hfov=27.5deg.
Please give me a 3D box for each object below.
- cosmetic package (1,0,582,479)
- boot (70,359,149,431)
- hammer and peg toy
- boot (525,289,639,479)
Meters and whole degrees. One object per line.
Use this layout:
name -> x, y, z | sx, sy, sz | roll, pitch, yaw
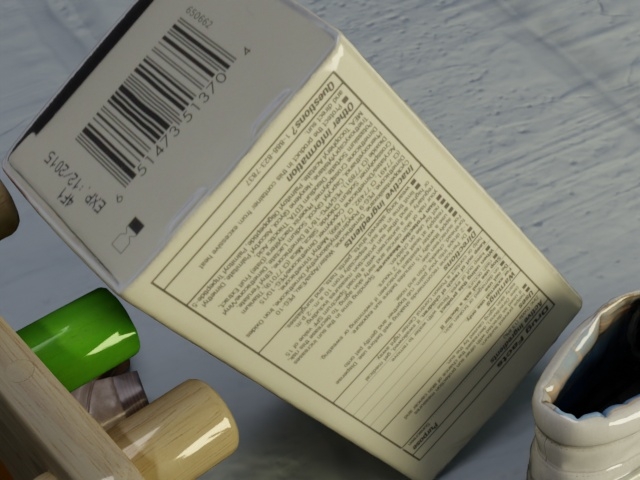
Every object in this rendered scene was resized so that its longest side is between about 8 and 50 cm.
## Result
cosmetic package -> 0.000, 0.000, 0.691 | 0.153, 0.296, 0.129 | -49, 49, -1
boot -> -0.162, 0.087, 0.835 | 0.087, 0.042, 0.118 | -20, 43, -10
hammer and peg toy -> -0.173, 0.096, 0.665 | 0.127, 0.266, 0.361 | -31, 49, -25
boot -> 0.219, 0.068, 0.731 | 0.258, 0.123, 0.095 | -33, 48, -25
